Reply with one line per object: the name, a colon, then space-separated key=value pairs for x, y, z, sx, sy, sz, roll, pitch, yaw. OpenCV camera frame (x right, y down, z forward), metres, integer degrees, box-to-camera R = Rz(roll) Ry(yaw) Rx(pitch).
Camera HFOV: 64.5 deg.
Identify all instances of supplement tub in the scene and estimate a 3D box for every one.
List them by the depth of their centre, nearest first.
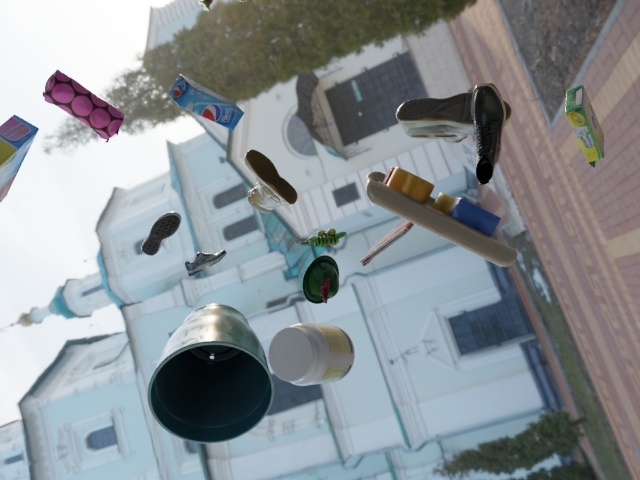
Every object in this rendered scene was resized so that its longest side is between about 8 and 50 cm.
supplement tub: x=-0.032 y=0.447 z=2.002 sx=0.324 sy=0.235 sz=0.236 roll=20 pitch=-130 yaw=-58

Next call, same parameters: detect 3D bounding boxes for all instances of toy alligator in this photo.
toy alligator: x=0.000 y=0.000 z=1.800 sx=0.051 sy=0.189 sz=0.056 roll=-95 pitch=-4 yaw=-59

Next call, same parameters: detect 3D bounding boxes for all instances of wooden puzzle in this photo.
wooden puzzle: x=0.253 y=-0.080 z=1.112 sx=0.321 sy=0.081 sz=0.348 roll=27 pitch=-166 yaw=0

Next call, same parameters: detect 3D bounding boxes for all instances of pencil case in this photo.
pencil case: x=-0.638 y=-0.360 z=1.367 sx=0.209 sy=0.098 sz=0.095 roll=35 pitch=177 yaw=-34

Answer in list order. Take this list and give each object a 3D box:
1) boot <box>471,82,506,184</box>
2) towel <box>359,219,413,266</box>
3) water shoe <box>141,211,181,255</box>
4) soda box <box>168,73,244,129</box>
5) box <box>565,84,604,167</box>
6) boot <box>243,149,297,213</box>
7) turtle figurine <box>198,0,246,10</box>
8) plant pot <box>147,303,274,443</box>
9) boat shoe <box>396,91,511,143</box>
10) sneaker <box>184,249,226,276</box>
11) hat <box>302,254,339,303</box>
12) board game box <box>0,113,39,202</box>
boot: x=0.375 y=-0.238 z=1.140 sx=0.137 sy=0.076 sz=0.198 roll=-57 pitch=-44 yaw=-50
towel: x=0.292 y=-0.017 z=2.006 sx=0.037 sy=0.237 sz=0.329 roll=51 pitch=-151 yaw=0
water shoe: x=-0.521 y=-0.038 z=1.654 sx=0.072 sy=0.203 sz=0.080 roll=33 pitch=-151 yaw=-27
soda box: x=-0.321 y=-0.389 z=1.444 sx=0.071 sy=0.067 sz=0.210 roll=46 pitch=-161 yaw=31
box: x=0.647 y=-0.273 z=1.232 sx=0.179 sy=0.043 sz=0.105 roll=50 pitch=-135 yaw=-29
boot: x=-0.235 y=-0.219 z=1.962 sx=0.262 sy=0.203 sz=0.095 roll=44 pitch=-124 yaw=-23
turtle figurine: x=-0.318 y=-0.857 z=1.619 sx=0.087 sy=0.217 sz=0.269 roll=45 pitch=173 yaw=22
plant pot: x=-0.256 y=0.288 z=1.219 sx=0.272 sy=0.271 sz=0.255 roll=62 pitch=-178 yaw=-25
boat shoe: x=0.345 y=-0.307 z=1.312 sx=0.098 sy=0.302 sz=0.109 roll=53 pitch=-125 yaw=-44
sneaker: x=-0.350 y=0.056 z=1.539 sx=0.058 sy=0.135 sz=0.052 roll=61 pitch=161 yaw=-1
hat: x=0.052 y=0.162 z=1.769 sx=0.209 sy=0.183 sz=0.173 roll=-54 pitch=-52 yaw=-21
board game box: x=-0.771 y=-0.121 z=1.143 sx=0.064 sy=0.242 sz=0.317 roll=31 pitch=-152 yaw=-22
